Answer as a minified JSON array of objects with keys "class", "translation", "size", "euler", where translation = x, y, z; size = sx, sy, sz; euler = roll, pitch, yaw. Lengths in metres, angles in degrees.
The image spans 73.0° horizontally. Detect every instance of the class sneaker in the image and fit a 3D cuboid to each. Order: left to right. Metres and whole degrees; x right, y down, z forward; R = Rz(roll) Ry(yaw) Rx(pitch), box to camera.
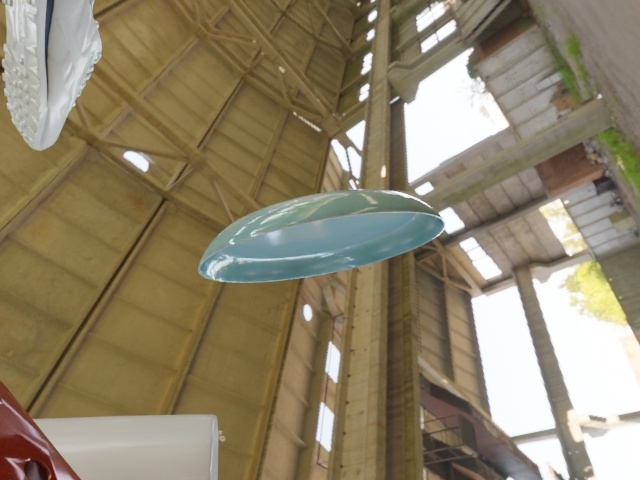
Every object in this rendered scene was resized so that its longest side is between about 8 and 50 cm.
[{"class":"sneaker","translation":[-0.319,-0.216,0.528],"size":[0.090,0.235,0.095],"euler":[38,-149,16]}]

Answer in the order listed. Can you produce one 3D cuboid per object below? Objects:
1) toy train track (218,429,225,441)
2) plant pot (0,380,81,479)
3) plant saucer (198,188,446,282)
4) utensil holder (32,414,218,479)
[{"class":"toy train track","translation":[-0.262,0.451,1.027],"size":[0.048,0.083,0.014],"euler":[-14,-60,-68]},{"class":"plant pot","translation":[-0.273,0.224,0.223],"size":[0.267,0.236,0.267],"euler":[47,171,6]},{"class":"plant saucer","translation":[0.000,0.000,0.570],"size":[0.318,0.318,0.043],"euler":[10,-115,-54]},{"class":"utensil holder","translation":[-0.330,0.384,0.538],"size":[0.386,0.327,0.327],"euler":[1,-124,-11]}]
